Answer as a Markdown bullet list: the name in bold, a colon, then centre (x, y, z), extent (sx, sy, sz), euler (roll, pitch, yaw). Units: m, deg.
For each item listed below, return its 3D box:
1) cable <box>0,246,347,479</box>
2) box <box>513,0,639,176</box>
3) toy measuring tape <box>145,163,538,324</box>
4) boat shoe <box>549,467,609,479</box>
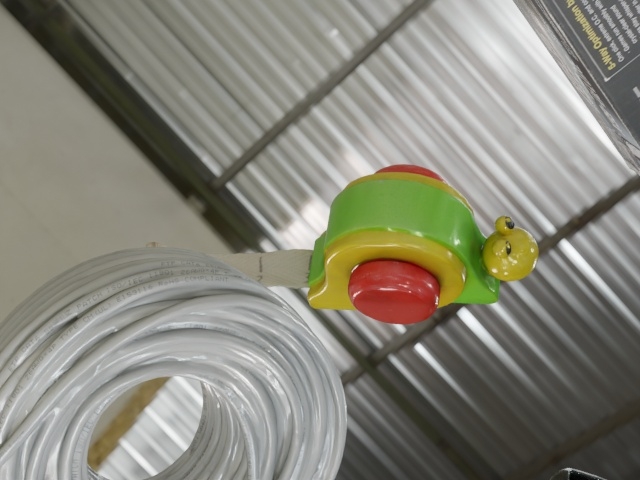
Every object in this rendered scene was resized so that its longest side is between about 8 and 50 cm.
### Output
- **cable**: centre (-0.112, 0.132, 0.847), extent (0.257, 0.257, 0.089), euler (-58, -147, 2)
- **box**: centre (0.194, -0.183, 0.596), extent (0.242, 0.307, 0.076), euler (-41, -141, 7)
- **toy measuring tape**: centre (0.000, 0.000, 0.982), extent (0.330, 0.121, 0.121), euler (1, -157, 17)
- **boat shoe**: centre (0.349, 0.281, 1.162), extent (0.127, 0.340, 0.113), euler (-72, 179, -68)
